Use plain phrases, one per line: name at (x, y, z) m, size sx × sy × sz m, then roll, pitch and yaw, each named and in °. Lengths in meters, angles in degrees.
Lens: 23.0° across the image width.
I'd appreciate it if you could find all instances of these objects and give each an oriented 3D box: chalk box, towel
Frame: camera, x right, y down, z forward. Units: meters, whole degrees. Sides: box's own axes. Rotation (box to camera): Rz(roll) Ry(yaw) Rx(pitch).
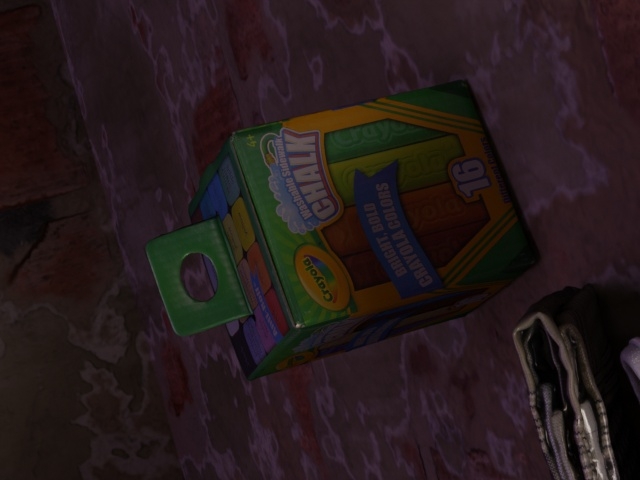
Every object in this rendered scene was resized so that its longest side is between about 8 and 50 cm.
chalk box at (0.000, 0.000, 1.352) m, size 0.180 × 0.289 × 0.179 m, roll 69°, pitch 158°, yaw 13°
towel at (0.209, 0.185, 1.096) m, size 0.324 × 0.056 × 0.312 m, roll -11°, pitch -92°, yaw -75°

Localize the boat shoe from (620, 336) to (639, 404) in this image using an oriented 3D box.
boat shoe at (0.244, 0.151, 0.994) m, size 0.320 × 0.103 × 0.118 m, roll 77°, pitch 168°, yaw -48°
